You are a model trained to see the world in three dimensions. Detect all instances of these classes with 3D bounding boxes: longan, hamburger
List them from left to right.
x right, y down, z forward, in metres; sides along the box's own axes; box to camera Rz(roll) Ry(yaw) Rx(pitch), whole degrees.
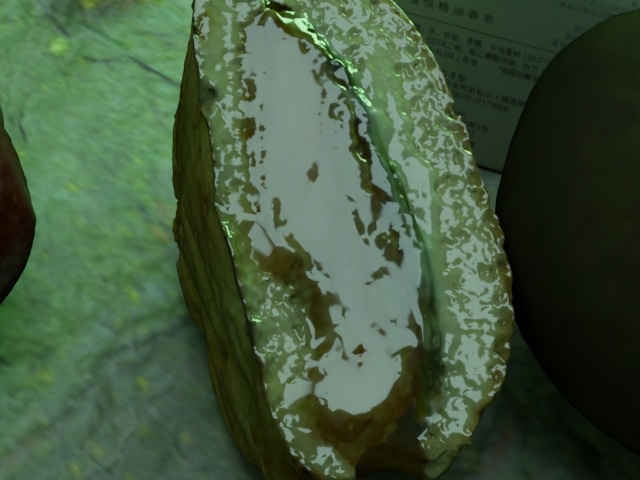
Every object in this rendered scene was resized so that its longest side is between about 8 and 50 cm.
[{"bbox_3d":[-0.003,0.001,0.894,0.162,0.209,0.330,-13,75,-15],"label":"hamburger"},{"bbox_3d":[0.242,-0.006,0.845,0.297,0.297,0.297,2,47,-2],"label":"longan"}]

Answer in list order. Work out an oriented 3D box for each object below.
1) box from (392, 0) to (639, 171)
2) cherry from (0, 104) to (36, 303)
[{"bbox_3d":[0.162,-0.154,1.039,0.274,0.203,0.116,17,47,13],"label":"box"},{"bbox_3d":[-0.302,-0.033,0.892,0.239,0.206,0.239,7,56,-10],"label":"cherry"}]
